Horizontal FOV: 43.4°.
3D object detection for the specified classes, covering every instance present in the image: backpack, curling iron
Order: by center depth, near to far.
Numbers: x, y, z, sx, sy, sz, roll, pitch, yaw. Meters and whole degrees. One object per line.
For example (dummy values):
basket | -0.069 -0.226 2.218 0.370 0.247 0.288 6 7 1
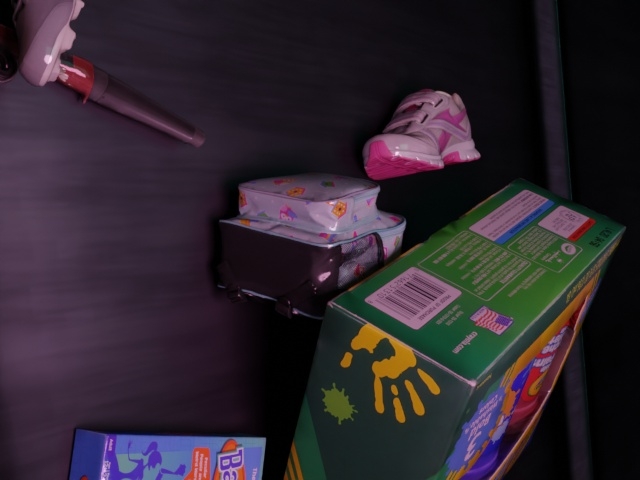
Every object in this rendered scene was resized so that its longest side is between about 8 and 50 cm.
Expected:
curling iron | -0.210 -0.129 0.703 0.274 0.035 0.068 17 68 -49
backpack | 0.000 0.000 0.862 0.188 0.166 0.144 -2 100 -55

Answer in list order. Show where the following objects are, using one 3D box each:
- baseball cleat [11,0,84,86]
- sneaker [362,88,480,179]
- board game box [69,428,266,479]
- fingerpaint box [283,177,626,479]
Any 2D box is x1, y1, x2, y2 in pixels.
baseball cleat | -0.238 -0.213 0.634 0.109 0.072 0.206 18 51 -29
sneaker | 0.131 -0.149 1.103 0.252 0.103 0.111 -19 99 -57
board game box | -0.143 0.263 0.761 0.210 0.047 0.160 18 74 -51
fingerpaint box | 0.158 0.174 0.937 0.445 0.163 0.371 -28 139 -50
